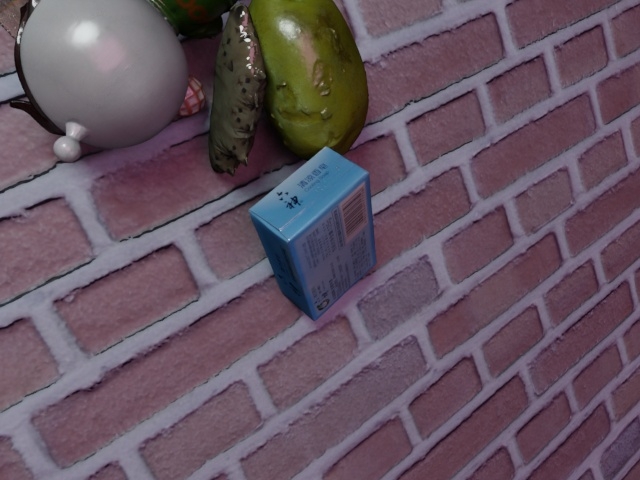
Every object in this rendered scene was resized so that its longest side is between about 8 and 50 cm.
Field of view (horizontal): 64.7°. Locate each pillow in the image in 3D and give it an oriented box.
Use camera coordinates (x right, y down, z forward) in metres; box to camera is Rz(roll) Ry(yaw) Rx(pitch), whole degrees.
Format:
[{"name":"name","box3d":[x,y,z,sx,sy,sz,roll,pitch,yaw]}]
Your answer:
[{"name":"pillow","box3d":[-0.104,-0.168,0.639,0.051,0.093,0.241,-17,144,-35]}]

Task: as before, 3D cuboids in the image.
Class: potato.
[{"name":"potato","box3d":[-0.013,-0.222,0.693,0.149,0.186,0.253,-22,140,9]}]

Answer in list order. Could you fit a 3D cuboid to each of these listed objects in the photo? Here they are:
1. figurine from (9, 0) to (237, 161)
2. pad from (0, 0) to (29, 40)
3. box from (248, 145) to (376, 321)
[{"name":"figurine","box3d":[-0.197,-0.252,0.581,0.370,0.167,0.281,-52,145,-9]},{"name":"pad","box3d":[-0.288,-0.397,0.605,0.323,0.055,0.250,-40,113,0]},{"name":"box","box3d":[0.000,0.000,0.720,0.143,0.083,0.232,-42,152,-18]}]
